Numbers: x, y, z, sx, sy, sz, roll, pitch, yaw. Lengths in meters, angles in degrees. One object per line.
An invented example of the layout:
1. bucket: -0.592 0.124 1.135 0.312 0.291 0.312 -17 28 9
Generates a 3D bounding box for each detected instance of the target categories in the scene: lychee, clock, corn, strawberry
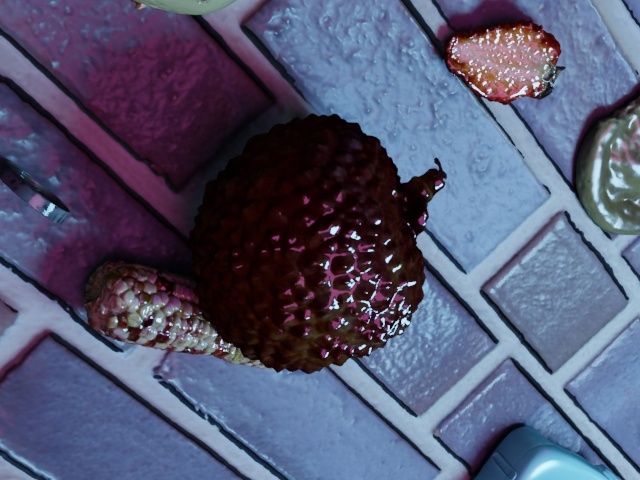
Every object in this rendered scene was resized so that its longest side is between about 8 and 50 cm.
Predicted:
1. lychee: 0.000 0.000 1.141 0.300 0.264 0.264 -30 124 8
2. clock: -0.291 -0.049 1.095 0.017 0.085 0.085 -50 124 -1
3. corn: -0.140 0.092 1.235 0.280 0.092 0.092 20 106 -33
4. clock: 0.335 0.408 1.599 0.274 0.094 0.224 26 103 -34
5. strawberry: 0.213 -0.213 1.256 0.152 0.048 0.104 14 117 -14

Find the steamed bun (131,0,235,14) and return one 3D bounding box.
1. steamed bun: -0.128 -0.316 0.964 0.273 0.166 0.232 21 107 -41

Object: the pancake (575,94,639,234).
1. pancake: 0.442 -0.110 1.409 0.236 0.042 0.223 -21 120 -14
